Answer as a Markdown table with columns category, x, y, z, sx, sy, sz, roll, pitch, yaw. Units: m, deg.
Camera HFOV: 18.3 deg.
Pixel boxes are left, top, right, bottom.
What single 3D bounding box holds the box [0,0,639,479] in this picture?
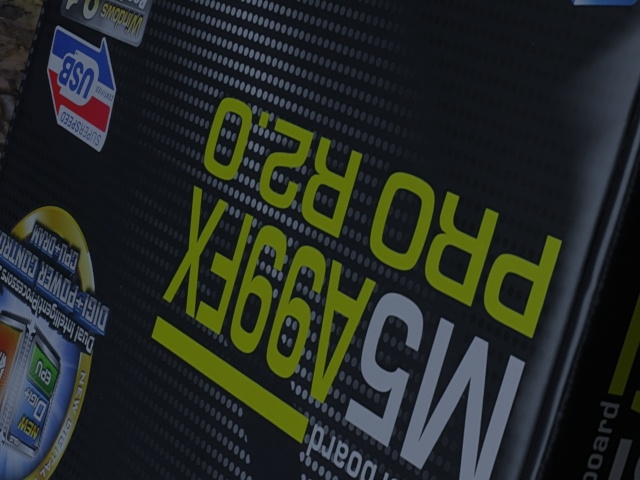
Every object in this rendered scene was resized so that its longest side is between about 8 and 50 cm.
| category | x | y | z | sx | sy | sz | roll | pitch | yaw |
| --- | --- | --- | --- | --- | --- | --- | --- | --- | --- |
| box | 0.000 | 0.000 | 0.459 | 0.270 | 0.060 | 0.216 | 29 | 104 | 57 |
